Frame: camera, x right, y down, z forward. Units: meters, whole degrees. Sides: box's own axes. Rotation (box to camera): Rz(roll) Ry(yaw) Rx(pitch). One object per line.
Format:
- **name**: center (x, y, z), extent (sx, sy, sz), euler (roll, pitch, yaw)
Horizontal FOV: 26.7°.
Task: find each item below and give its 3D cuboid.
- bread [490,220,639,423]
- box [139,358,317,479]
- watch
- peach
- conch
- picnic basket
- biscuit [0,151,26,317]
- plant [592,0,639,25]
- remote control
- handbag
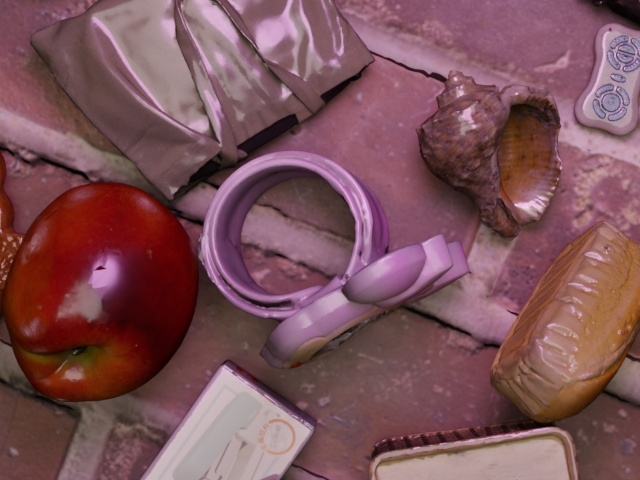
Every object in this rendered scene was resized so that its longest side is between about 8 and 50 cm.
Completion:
- **bread**: center (0.277, 0.088, 1.440), extent (0.106, 0.140, 0.236), euler (37, 55, -1)
- **box**: center (-0.128, 0.279, 1.512), extent (0.135, 0.079, 0.269), euler (35, 91, 2)
- **watch**: center (0.000, 0.000, 1.463), extent (0.248, 0.211, 0.217), euler (-32, 80, 10)
- **peach**: center (-0.237, 0.055, 1.455), extent (0.199, 0.243, 0.243), euler (26, 91, -14)
- **conch**: center (0.194, -0.098, 1.479), extent (0.155, 0.130, 0.207), euler (-23, 103, 14)
- **picnic basket**: center (0.177, 0.361, 1.458), extent (0.228, 0.175, 0.313), euler (-9, 85, 3)
- **biscuit**: center (-0.478, 0.009, 1.544), extent (0.306, 0.043, 0.284), euler (6, 91, 4)
- **plant**: center (0.349, -0.287, 1.498), extent (0.143, 0.092, 0.094), euler (36, 99, -4)
- **remote control**: center (0.334, -0.182, 1.522), extent (0.074, 0.032, 0.122), euler (16, 89, 2)
- **handbag**: center (-0.126, -0.212, 1.501), extent (0.316, 0.109, 0.253), euler (-35, 92, -4)
